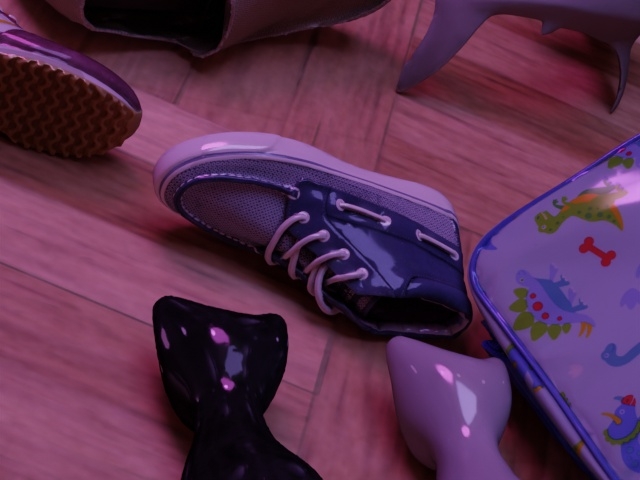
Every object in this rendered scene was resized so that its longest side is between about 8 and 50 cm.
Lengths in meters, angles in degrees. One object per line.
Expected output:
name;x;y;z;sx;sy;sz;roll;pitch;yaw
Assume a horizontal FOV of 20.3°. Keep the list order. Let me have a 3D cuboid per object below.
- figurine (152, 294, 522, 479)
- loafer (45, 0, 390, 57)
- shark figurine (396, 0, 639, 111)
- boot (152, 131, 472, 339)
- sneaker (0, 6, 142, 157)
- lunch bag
figurine;0.025;0.112;0.869;0.215;0.092;0.209;11;35;-21
loafer;-0.060;-0.165;1.145;0.269;0.102;0.092;-5;47;-22
shark figurine;0.186;-0.148;1.274;0.166;0.116;0.278;8;15;35
boot;0.000;0.000;0.997;0.190;0.069;0.086;10;45;-22
sneaker;-0.188;-0.111;1.018;0.186;0.069;0.084;18;42;-13
lunch bag;0.193;0.053;0.976;0.176;0.090;0.219;-34;54;-1
